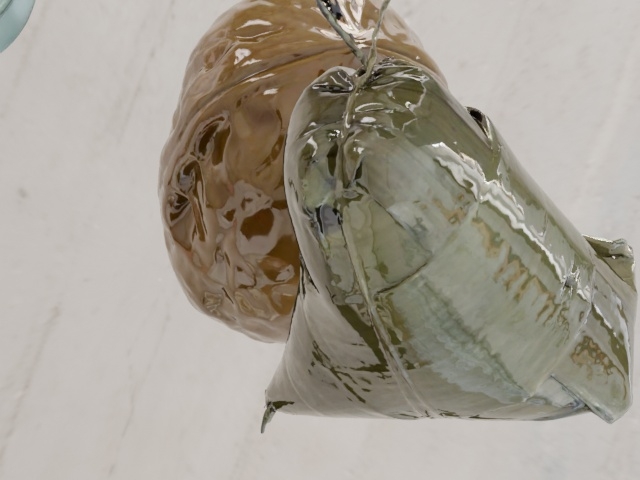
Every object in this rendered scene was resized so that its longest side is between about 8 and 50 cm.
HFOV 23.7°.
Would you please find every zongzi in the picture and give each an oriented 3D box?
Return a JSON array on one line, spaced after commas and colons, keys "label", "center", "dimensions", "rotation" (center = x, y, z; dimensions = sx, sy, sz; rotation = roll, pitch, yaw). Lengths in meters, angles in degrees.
[{"label": "zongzi", "center": [0.000, 0.000, 1.200], "dimensions": [0.447, 0.418, 0.181], "rotation": [46, 44, -35]}]

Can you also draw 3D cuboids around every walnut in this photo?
[{"label": "walnut", "center": [-0.017, -0.078, 1.605], "dimensions": [0.308, 0.398, 0.354], "rotation": [-11, 57, -25]}]

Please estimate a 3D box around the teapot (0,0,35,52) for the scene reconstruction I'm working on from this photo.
[{"label": "teapot", "center": [-0.282, -0.185, 1.025], "dimensions": [0.159, 0.159, 0.232], "rotation": [25, 68, -5]}]
